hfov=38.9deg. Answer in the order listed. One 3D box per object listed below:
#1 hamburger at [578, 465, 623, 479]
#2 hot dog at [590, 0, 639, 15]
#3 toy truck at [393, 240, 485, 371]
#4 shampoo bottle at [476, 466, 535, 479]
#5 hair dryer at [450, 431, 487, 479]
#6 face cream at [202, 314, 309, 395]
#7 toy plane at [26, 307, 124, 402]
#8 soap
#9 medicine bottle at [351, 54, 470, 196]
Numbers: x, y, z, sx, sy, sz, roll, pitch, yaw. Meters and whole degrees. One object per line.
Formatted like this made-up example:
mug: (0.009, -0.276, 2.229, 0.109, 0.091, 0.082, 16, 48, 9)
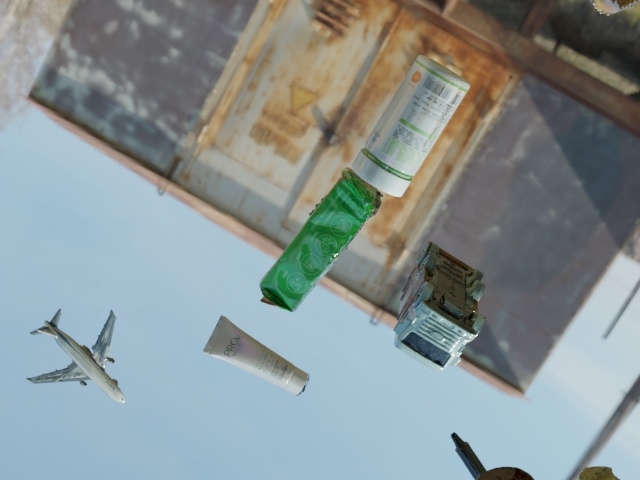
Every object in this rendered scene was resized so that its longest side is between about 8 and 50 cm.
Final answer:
hamburger: (0.440, 0.513, 1.427, 0.265, 0.134, 0.285, 39, -142, -38)
hot dog: (0.567, -0.479, 1.589, 0.252, 0.131, 0.069, -21, -148, -22)
toy truck: (0.222, 0.133, 1.768, 0.136, 0.162, 0.305, 31, -157, -3)
shampoo bottle: (0.225, 0.405, 1.052, 0.084, 0.323, 0.129, -26, -146, -23)
hair dryer: (0.341, 0.527, 1.965, 0.255, 0.128, 0.070, 55, -168, -3)
face cream: (-0.138, 0.264, 2.022, 0.243, 0.092, 0.058, 31, 159, -14)
toy plane: (-0.453, 0.228, 1.732, 0.226, 0.226, 0.058, 47, -168, -22)
soap: (0.002, 0.002, 1.672, 0.098, 0.273, 0.218, 36, -170, -3)
medicine bottle: (0.125, -0.158, 1.254, 0.086, 0.183, 0.086, 29, -164, -9)
